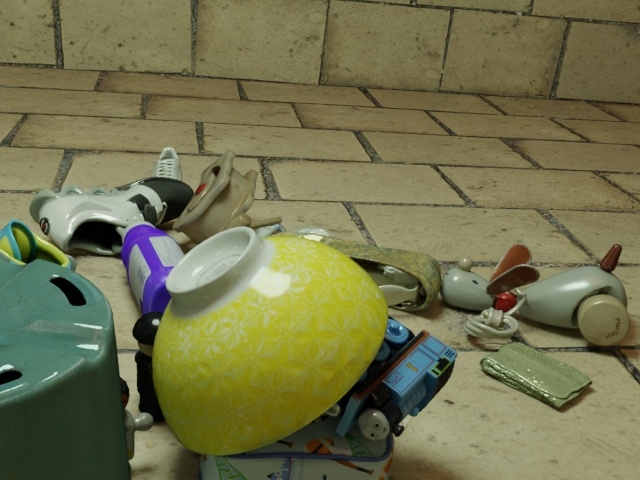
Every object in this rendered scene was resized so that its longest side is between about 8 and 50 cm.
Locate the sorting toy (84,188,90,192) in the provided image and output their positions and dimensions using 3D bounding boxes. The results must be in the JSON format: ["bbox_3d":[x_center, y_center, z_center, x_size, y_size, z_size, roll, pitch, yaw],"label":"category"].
[{"bbox_3d":[-0.451,-0.084,1.660,0.083,0.045,0.075,17,18,25],"label":"sorting toy"}]

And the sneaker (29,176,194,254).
[{"bbox_3d":[-0.372,-0.033,1.490,0.330,0.123,0.146,-12,47,-38],"label":"sneaker"}]

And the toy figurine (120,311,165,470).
[{"bbox_3d":[-0.290,0.173,0.950,0.212,0.148,0.209,11,23,10],"label":"toy figurine"}]

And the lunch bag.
[{"bbox_3d":[-0.039,0.213,0.971,0.243,0.115,0.303,2,24,-4],"label":"lunch bag"}]

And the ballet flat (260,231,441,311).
[{"bbox_3d":[0.040,0.060,1.360,0.348,0.123,0.123,7,23,3],"label":"ballet flat"}]

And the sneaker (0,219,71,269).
[{"bbox_3d":[-0.491,0.066,1.076,0.318,0.208,0.127,1,25,-10],"label":"sneaker"}]

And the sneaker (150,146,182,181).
[{"bbox_3d":[-0.348,-0.131,1.726,0.090,0.095,0.235,3,25,-12],"label":"sneaker"}]

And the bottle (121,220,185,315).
[{"bbox_3d":[-0.272,0.050,1.287,0.092,0.118,0.283,-5,25,-23],"label":"bottle"}]

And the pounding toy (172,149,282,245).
[{"bbox_3d":[-0.181,-0.046,1.520,0.155,0.154,0.270,41,21,-20],"label":"pounding toy"}]

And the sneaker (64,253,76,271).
[{"bbox_3d":[-0.501,0.040,1.334,0.152,0.054,0.061,-4,22,-21],"label":"sneaker"}]

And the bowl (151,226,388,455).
[{"bbox_3d":[-0.085,0.080,0.872,0.289,0.156,0.289,-25,26,13],"label":"bowl"}]

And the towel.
[{"bbox_3d":[0.332,0.203,1.193,0.148,0.027,0.110,25,28,37],"label":"towel"}]

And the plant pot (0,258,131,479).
[{"bbox_3d":[-0.297,0.207,0.633,0.340,0.334,0.341,5,22,-2],"label":"plant pot"}]

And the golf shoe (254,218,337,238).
[{"bbox_3d":[-0.053,0.014,1.518,0.176,0.069,0.086,6,39,14],"label":"golf shoe"}]

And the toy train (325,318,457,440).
[{"bbox_3d":[0.077,0.161,0.889,0.105,0.080,0.184,32,35,21],"label":"toy train"}]

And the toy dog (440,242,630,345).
[{"bbox_3d":[0.390,0.068,1.341,0.333,0.161,0.220,4,14,-7],"label":"toy dog"}]

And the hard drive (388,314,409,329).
[{"bbox_3d":[-0.005,0.109,1.192,0.254,0.054,0.172,14,-13,29],"label":"hard drive"}]
